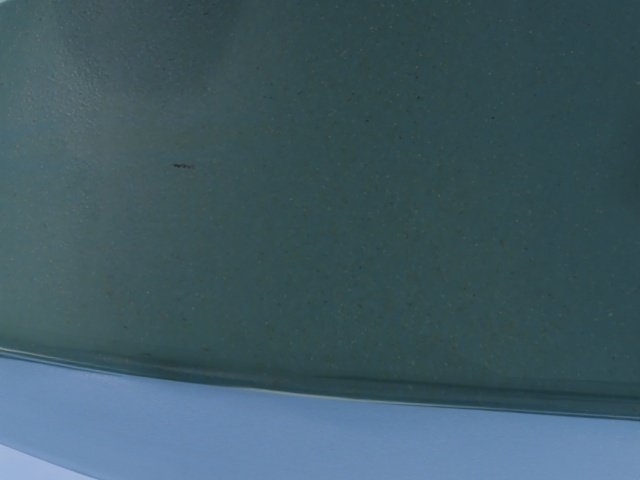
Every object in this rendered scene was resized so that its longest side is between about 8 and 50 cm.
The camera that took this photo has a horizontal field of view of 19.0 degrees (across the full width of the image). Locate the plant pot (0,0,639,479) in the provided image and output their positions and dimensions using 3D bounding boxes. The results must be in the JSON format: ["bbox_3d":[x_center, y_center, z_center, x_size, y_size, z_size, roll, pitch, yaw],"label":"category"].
[{"bbox_3d":[0.000,0.000,0.596,0.234,0.166,0.165,1,-114,6],"label":"plant pot"}]
